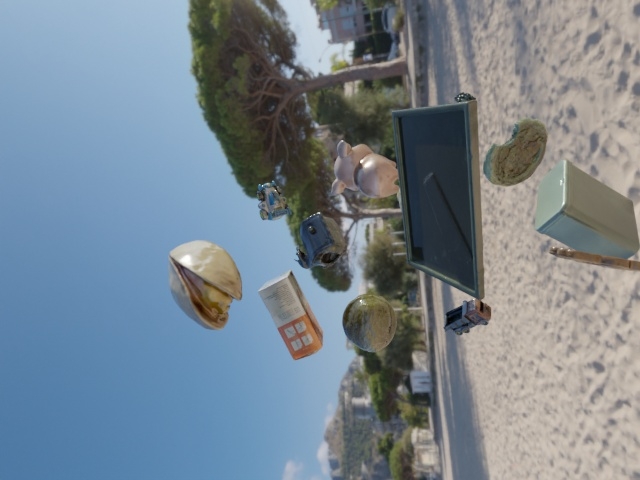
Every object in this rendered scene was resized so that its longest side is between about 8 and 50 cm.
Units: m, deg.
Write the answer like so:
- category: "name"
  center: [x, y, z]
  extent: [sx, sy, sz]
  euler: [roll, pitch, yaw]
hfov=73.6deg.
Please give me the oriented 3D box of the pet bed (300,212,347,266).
- category: "pet bed"
  center: [0.000, 0.000, 1.987]
  extent: [0.159, 0.183, 0.211]
  euler: [10, -134, -40]

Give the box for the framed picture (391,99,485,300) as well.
- category: "framed picture"
  center: [0.289, -0.107, 1.070]
  extent: [0.326, 0.028, 0.447]
  euler: [-146, 44, -67]

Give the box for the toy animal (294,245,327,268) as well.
- category: "toy animal"
  center: [-0.021, 0.077, 2.293]
  extent: [0.146, 0.244, 0.115]
  euler: [61, -144, -33]

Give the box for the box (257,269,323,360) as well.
- category: "box"
  center: [-0.119, 0.319, 1.863]
  extent: [0.341, 0.143, 0.225]
  euler: [62, -177, -3]

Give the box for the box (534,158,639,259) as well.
- category: "box"
  center: [1.087, -0.111, 1.757]
  extent: [0.352, 0.343, 0.177]
  euler: [-61, 1, -40]

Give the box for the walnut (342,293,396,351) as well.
- category: "walnut"
  center: [0.233, 0.393, 2.050]
  extent: [0.227, 0.282, 0.283]
  euler: [-50, -46, -77]

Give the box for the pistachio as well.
- category: "pistachio"
  center: [-0.305, 0.102, 1.107]
  extent: [0.299, 0.187, 0.188]
  euler: [35, 142, 54]

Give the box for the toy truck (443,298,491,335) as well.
- category: "toy truck"
  center: [0.564, 0.299, 1.665]
  extent: [0.092, 0.192, 0.083]
  euler: [37, -135, -14]

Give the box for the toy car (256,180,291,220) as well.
- category: "toy car"
  center: [-0.189, -0.163, 1.758]
  extent: [0.098, 0.126, 0.162]
  euler: [8, 112, 64]

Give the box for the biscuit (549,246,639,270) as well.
- category: "biscuit"
  center: [0.944, 0.068, 1.449]
  extent: [0.186, 0.295, 0.044]
  euler: [-13, -66, -75]

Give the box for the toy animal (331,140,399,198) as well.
- category: "toy animal"
  center: [0.194, -0.289, 1.835]
  extent: [0.326, 0.269, 0.237]
  euler: [-111, 29, -66]

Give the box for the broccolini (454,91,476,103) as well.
- category: "broccolini"
  center: [0.493, -0.435, 1.518]
  extent: [0.074, 0.058, 0.201]
  euler: [-8, 60, 65]

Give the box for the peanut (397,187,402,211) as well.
- category: "peanut"
  center: [0.405, -0.188, 2.016]
  extent: [0.187, 0.082, 0.082]
  euler: [-90, -11, -54]

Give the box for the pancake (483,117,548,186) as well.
- category: "pancake"
  center: [0.651, -0.282, 1.411]
  extent: [0.037, 0.253, 0.254]
  euler: [-124, 14, -48]
